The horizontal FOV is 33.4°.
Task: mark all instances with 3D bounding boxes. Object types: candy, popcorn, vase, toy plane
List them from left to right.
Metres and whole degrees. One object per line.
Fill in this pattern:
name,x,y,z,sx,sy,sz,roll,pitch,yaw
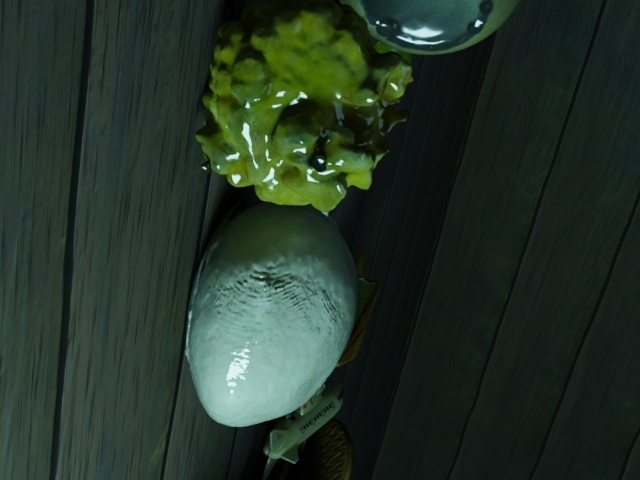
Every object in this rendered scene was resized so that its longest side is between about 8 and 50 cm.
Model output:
candy,-0.052,0.088,1.241,0.295,0.185,0.296,14,90,-81
toy plane,-0.034,0.315,1.884,0.256,0.104,0.242,-53,156,-58
popcorn,-0.016,-0.130,1.034,0.169,0.189,0.218,-63,168,-47
vase,0.116,-0.369,1.310,0.329,0.240,0.302,-42,-149,50

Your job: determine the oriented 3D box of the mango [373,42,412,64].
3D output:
mango,0.089,-0.289,1.567,0.117,0.089,0.163,-32,128,-60

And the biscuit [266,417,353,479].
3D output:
biscuit,-0.025,0.443,1.935,0.262,0.037,0.262,-43,-151,32

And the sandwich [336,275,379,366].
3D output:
sandwich,0.011,0.121,1.757,0.187,0.117,0.144,9,97,-77

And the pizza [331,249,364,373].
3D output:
pizza,0.030,0.139,2.015,0.127,0.058,0.247,-46,151,-62

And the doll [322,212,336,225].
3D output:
doll,0.000,0.005,1.684,0.135,0.071,0.113,85,8,-78
